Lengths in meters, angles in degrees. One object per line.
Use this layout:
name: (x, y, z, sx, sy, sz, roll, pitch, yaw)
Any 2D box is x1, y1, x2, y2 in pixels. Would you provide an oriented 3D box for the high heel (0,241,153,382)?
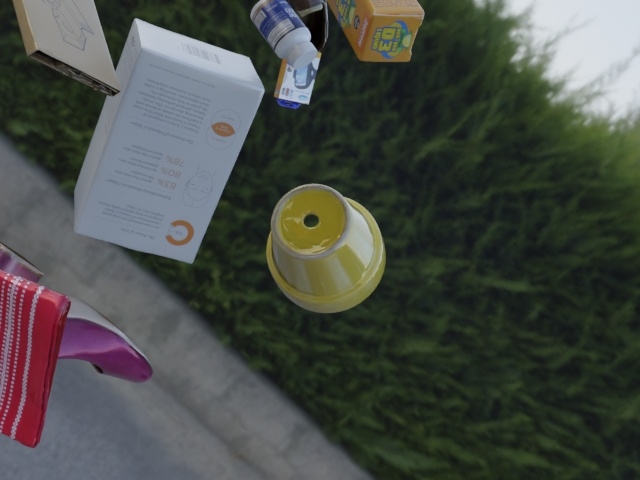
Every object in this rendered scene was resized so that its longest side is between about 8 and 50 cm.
high heel: (-0.400, 0.158, 1.365, 0.127, 0.181, 0.377, 28, -14, 46)

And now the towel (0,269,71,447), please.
towel: (-0.426, 0.111, 1.096, 0.275, 0.199, 0.031, 19, 16, 10)

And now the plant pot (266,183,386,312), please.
plant pot: (0.000, 0.000, 1.985, 0.254, 0.254, 0.239, 49, -7, 22)

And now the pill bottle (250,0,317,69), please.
pill bottle: (-0.058, -0.345, 1.574, 0.120, 0.067, 0.067, 55, 10, 14)

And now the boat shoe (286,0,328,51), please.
boat shoe: (-0.026, -0.443, 1.698, 0.095, 0.095, 0.257, 60, -8, 33)

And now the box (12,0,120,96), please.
box: (-0.357, -0.306, 1.297, 0.164, 0.021, 0.201, 22, 44, -59)

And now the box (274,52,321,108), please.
box: (-0.053, -0.364, 2.128, 0.081, 0.136, 0.028, 7, 12, -31)

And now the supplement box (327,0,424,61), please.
supplement box: (0.058, -0.337, 1.277, 0.080, 0.078, 0.233, -5, 46, -22)

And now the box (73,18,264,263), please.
box: (-0.267, -0.166, 1.621, 0.215, 0.345, 0.168, 16, 23, -23)
